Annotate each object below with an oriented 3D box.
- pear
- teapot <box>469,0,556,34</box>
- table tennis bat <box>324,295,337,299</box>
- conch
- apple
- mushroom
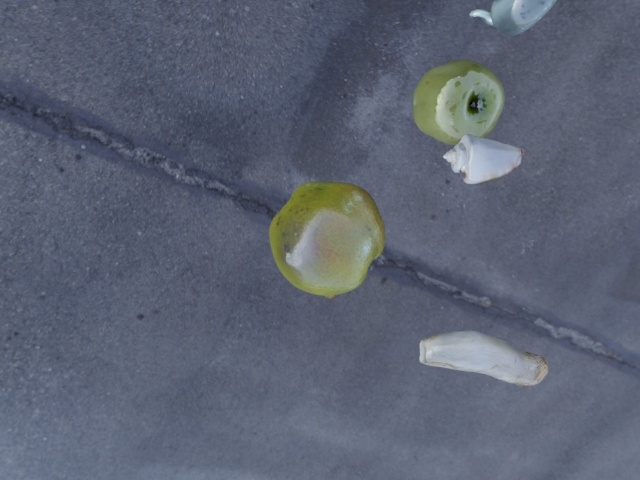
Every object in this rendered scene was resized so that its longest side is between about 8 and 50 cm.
[{"bbox_3d":[0.000,0.000,0.518,0.140,0.104,0.141,11,112,28],"label":"pear"},{"bbox_3d":[0.551,-0.663,1.189,0.129,0.294,0.193,36,70,-14],"label":"teapot"},{"bbox_3d":[0.027,0.122,1.693,0.038,0.201,0.310,-24,169,-25],"label":"table tennis bat"},{"bbox_3d":[0.375,-0.187,1.016,0.176,0.105,0.094,10,134,-8],"label":"conch"},{"bbox_3d":[0.412,-0.425,1.347,0.278,0.279,0.280,-5,120,-9],"label":"apple"},{"bbox_3d":[0.401,0.289,1.069,0.350,0.095,0.123,17,130,-19],"label":"mushroom"}]
